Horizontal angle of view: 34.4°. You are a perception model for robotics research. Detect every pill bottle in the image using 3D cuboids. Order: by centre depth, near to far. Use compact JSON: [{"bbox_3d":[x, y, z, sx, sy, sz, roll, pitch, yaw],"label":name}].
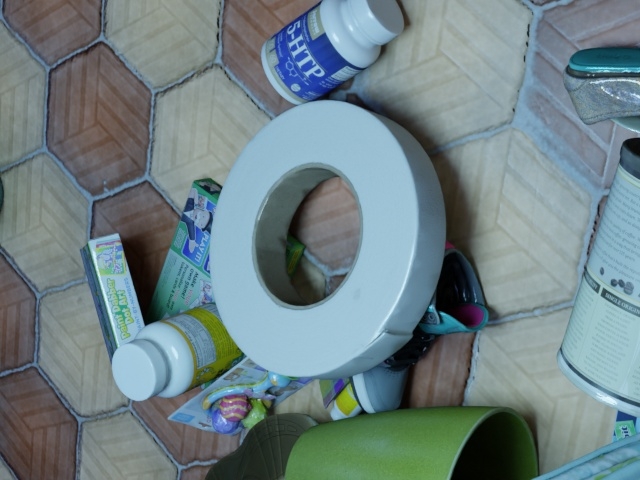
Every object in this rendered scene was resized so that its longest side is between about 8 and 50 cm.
[{"bbox_3d":[0.018,-0.276,1.434,0.187,0.112,0.112,-29,84,35],"label":"pill bottle"},{"bbox_3d":[0.049,0.243,1.572,0.043,0.043,0.083,47,122,17],"label":"pill bottle"},{"bbox_3d":[-0.213,0.172,1.578,0.118,0.208,0.117,8,105,33],"label":"pill bottle"}]

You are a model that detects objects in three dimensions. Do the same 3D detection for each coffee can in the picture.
[{"bbox_3d":[0.405,0.043,1.184,0.202,0.201,0.275,24,113,28],"label":"coffee can"}]

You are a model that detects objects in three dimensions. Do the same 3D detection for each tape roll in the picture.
[{"bbox_3d":[0.000,0.000,1.442,0.392,0.072,0.391,-9,75,39],"label":"tape roll"}]

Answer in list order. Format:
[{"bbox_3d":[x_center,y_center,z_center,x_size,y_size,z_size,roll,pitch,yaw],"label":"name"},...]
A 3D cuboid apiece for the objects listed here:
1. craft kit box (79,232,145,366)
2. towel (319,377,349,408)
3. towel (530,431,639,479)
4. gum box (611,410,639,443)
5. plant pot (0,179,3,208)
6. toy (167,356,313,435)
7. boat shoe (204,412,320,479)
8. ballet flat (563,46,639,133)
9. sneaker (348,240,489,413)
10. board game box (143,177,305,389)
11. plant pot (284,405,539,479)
[{"bbox_3d":[-0.338,0.119,1.720,0.247,0.061,0.249,171,83,-76],"label":"craft kit box"},{"bbox_3d":[0.023,0.213,1.585,0.083,0.009,0.060,-55,28,30],"label":"towel"},{"bbox_3d":[0.303,0.430,1.242,0.090,0.375,0.320,-133,23,-68],"label":"towel"},{"bbox_3d":[0.460,0.269,1.296,0.184,0.041,0.156,16,110,32],"label":"gum box"},{"bbox_3d":[-0.713,-0.085,1.929,0.290,0.195,0.290,9,106,33],"label":"plant pot"},{"bbox_3d":[-0.118,0.262,1.633,0.237,0.137,0.056,-42,41,31],"label":"toy"},{"bbox_3d":[-0.072,0.358,1.640,0.302,0.098,0.109,-43,48,40],"label":"boat shoe"},{"bbox_3d":[0.438,-0.169,1.191,0.316,0.107,0.106,9,126,38],"label":"ballet flat"},{"bbox_3d":[0.142,0.122,1.439,0.178,0.124,0.295,14,107,41],"label":"sneaker"},{"bbox_3d":[-0.168,0.088,1.685,0.213,0.046,0.317,35,118,22],"label":"board game box"},{"bbox_3d":[0.107,0.343,1.422,0.294,0.275,0.274,4,103,37],"label":"plant pot"}]
